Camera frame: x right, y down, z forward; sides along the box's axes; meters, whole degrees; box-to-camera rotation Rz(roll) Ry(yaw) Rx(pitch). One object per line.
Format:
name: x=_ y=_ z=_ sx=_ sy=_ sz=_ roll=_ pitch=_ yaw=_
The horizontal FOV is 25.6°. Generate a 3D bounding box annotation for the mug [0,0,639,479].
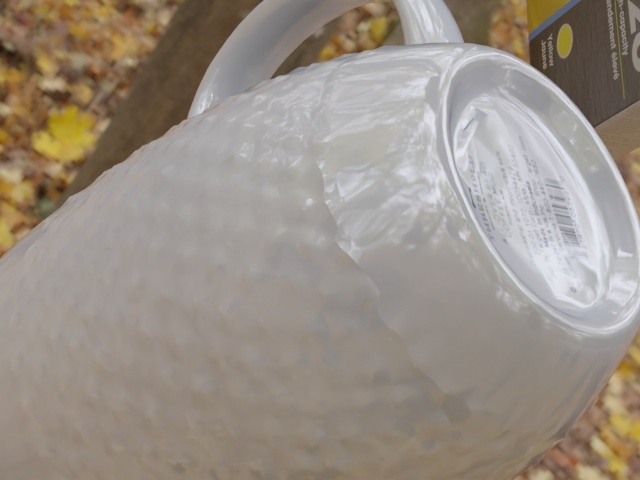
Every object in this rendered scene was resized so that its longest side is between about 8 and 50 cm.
mug: x=0.000 y=0.000 z=0.822 sx=0.276 sy=0.328 sz=0.374 roll=23 pitch=50 yaw=-38

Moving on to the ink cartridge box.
ink cartridge box: x=0.241 y=-0.235 z=1.044 sx=0.072 sy=0.303 sz=0.307 roll=4 pitch=-14 yaw=-15
